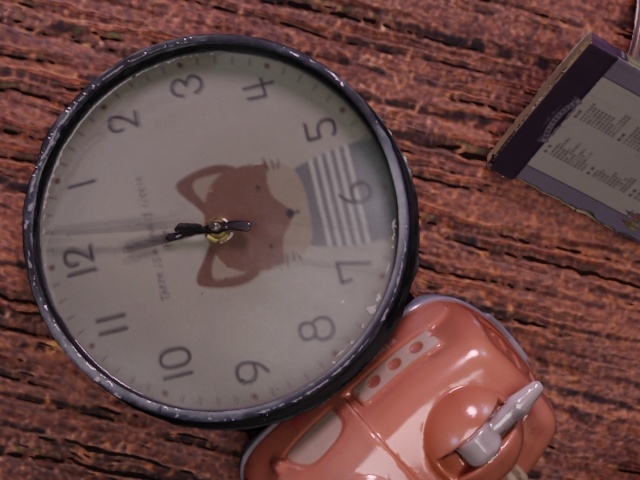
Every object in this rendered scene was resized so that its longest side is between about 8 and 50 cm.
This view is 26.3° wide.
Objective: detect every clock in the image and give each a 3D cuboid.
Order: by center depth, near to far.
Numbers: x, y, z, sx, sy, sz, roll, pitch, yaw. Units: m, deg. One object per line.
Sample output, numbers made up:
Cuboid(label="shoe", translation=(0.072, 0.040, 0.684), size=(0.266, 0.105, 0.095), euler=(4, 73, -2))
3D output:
Cuboid(label="clock", translation=(-0.081, -0.009, 1.109), size=(0.325, 0.067, 0.325), euler=(-1, 82, 5))

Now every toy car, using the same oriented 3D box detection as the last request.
Cuboid(label="toy car", translation=(0.070, 0.176, 1.133), size=(0.270, 0.212, 0.180), euler=(-42, 101, -2))

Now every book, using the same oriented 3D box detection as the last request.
Cuboid(label="book", translation=(0.282, -0.071, 1.191), size=(0.231, 0.026, 0.157), euler=(26, 129, -13))

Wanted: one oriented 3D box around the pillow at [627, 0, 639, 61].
Cuboid(label="pillow", translation=(0.328, -0.195, 1.222), size=(0.131, 0.038, 0.232), euler=(8, 94, -20))
